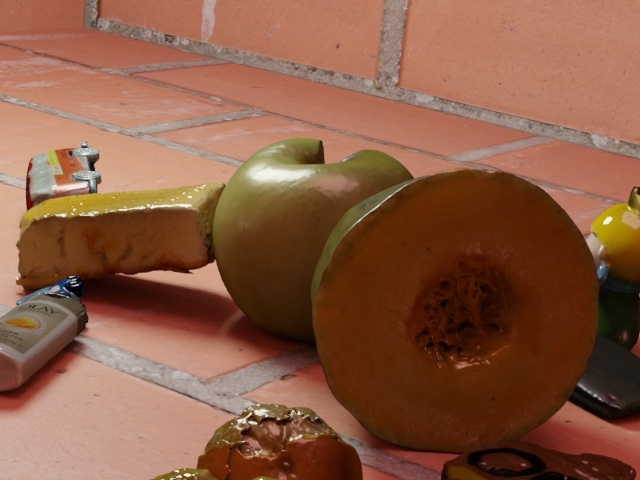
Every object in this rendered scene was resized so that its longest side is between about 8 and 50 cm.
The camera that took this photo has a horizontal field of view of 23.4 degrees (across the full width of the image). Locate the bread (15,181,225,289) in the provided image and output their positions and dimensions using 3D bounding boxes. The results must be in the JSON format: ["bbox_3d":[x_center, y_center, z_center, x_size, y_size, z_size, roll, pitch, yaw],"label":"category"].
[{"bbox_3d":[-0.269,-0.007,2.139,0.275,0.114,0.185,-6,12,11],"label":"bread"}]

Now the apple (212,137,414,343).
[{"bbox_3d":[0.000,0.000,2.059,0.292,0.254,0.292,3,14,-1],"label":"apple"}]

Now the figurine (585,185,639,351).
[{"bbox_3d":[0.404,0.029,2.177,0.127,0.234,0.185,-3,18,-20],"label":"figurine"}]

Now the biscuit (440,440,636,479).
[{"bbox_3d":[0.235,0.264,1.617,0.290,0.041,0.208,-9,23,-45],"label":"biscuit"}]

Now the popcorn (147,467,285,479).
[{"bbox_3d":[-0.066,0.271,1.181,0.235,0.181,0.217,19,18,28],"label":"popcorn"}]

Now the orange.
[{"bbox_3d":[-0.040,0.227,1.441,0.156,0.134,0.156,7,59,-12],"label":"orange"}]

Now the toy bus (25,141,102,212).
[{"bbox_3d":[-0.394,-0.064,2.386,0.120,0.121,0.265,-5,18,-10],"label":"toy bus"}]

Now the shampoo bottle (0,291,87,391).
[{"bbox_3d":[-0.353,0.119,1.839,0.086,0.056,0.227,11,16,9],"label":"shampoo bottle"}]

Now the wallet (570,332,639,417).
[{"bbox_3d":[0.352,0.166,2.014,0.168,0.052,0.245,-4,23,-35],"label":"wallet"}]

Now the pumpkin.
[{"bbox_3d":[0.133,0.069,1.796,0.332,0.332,0.199,3,9,-16],"label":"pumpkin"}]

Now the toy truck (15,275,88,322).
[{"bbox_3d":[-0.347,0.083,1.992,0.090,0.056,0.073,-11,15,-13],"label":"toy truck"}]
